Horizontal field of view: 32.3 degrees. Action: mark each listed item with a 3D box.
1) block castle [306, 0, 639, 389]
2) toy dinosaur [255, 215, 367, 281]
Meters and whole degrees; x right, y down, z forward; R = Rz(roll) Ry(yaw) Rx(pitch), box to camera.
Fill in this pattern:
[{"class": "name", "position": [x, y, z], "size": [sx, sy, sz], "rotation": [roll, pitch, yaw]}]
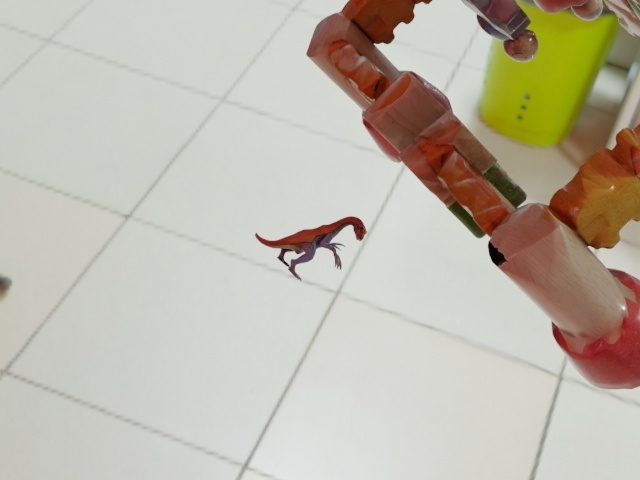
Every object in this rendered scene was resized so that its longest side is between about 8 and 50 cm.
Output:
[{"class": "block castle", "position": [0.210, -0.119, 0.921], "size": [0.303, 0.213, 0.453], "rotation": [-44, 37, 7]}, {"class": "toy dinosaur", "position": [0.000, 0.000, 1.035], "size": [0.082, 0.090, 0.047], "rotation": [-45, 40, 0]}]
